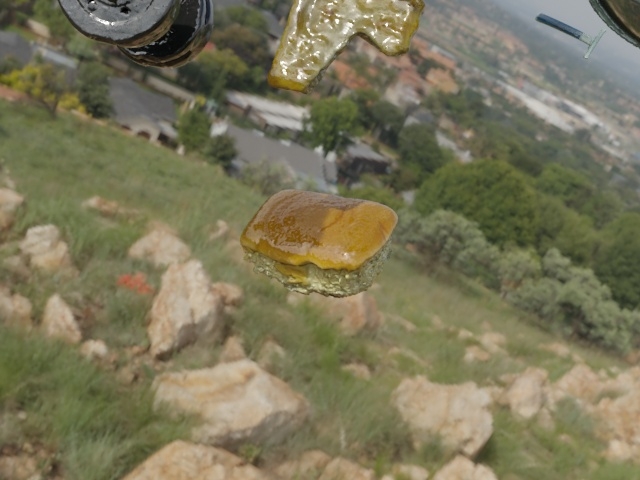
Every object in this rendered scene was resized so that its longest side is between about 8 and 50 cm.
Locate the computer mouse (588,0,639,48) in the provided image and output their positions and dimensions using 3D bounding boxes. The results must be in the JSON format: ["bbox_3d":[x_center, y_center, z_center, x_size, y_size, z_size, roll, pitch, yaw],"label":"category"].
[{"bbox_3d":[0.427,-0.315,1.087,0.374,0.114,0.203,36,-25,43],"label":"computer mouse"}]

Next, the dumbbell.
[{"bbox_3d":[-0.277,-0.371,1.421,0.185,0.185,0.388,29,5,3],"label":"dumbbell"}]

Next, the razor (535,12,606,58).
[{"bbox_3d":[0.500,-0.436,1.892,0.037,0.068,0.191,22,17,-38],"label":"razor"}]

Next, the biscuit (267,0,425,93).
[{"bbox_3d":[0.036,-0.270,1.241,0.183,0.174,0.039,14,-10,12],"label":"biscuit"}]

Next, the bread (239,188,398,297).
[{"bbox_3d":[0.000,0.000,1.487,0.246,0.121,0.174,11,49,32],"label":"bread"}]
